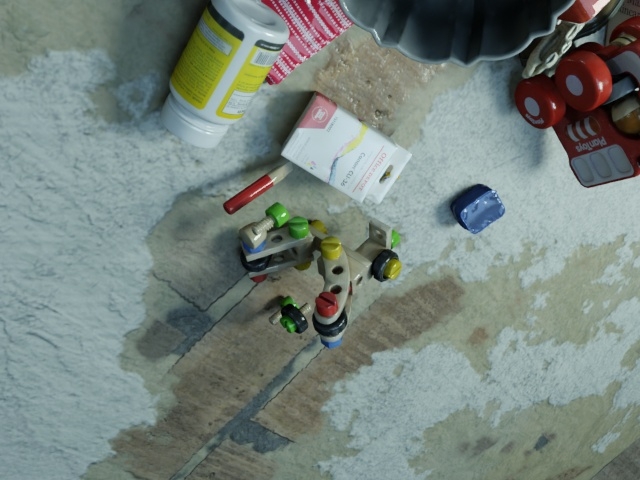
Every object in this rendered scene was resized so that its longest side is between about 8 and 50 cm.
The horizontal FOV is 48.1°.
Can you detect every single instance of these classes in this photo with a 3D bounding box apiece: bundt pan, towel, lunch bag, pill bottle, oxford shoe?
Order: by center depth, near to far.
[{"bbox_3d":[0.171,-0.389,0.912,0.331,0.124,0.330,12,147,8],"label":"bundt pan"},{"bbox_3d":[-0.144,-0.243,1.035,0.119,0.119,0.208,16,124,-33],"label":"pill bottle"},{"bbox_3d":[-0.015,-0.384,1.078,0.275,0.031,0.199,-37,128,1],"label":"towel"},{"bbox_3d":[0.441,-0.403,1.258,0.227,0.083,0.096,-37,125,-2],"label":"oxford shoe"},{"bbox_3d":[0.313,-0.067,1.424,0.098,0.065,0.067,-34,114,-1],"label":"lunch bag"}]

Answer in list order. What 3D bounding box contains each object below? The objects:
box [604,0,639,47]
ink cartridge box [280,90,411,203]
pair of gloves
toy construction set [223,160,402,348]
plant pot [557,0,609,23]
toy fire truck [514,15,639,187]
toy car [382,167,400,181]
[{"bbox_3d":[0.617,-0.420,1.289,0.127,0.148,0.232,-18,126,-14],"label":"box"},{"bbox_3d":[0.047,-0.144,1.193,0.198,0.067,0.115,30,105,-12],"label":"ink cartridge box"},{"bbox_3d":[0.404,-0.358,1.130,0.042,0.204,0.240,40,104,0],"label":"pair of gloves"},{"bbox_3d":[0.000,0.000,1.246,0.237,0.257,0.308,-38,121,-21],"label":"toy construction set"},{"bbox_3d":[0.348,-0.510,1.043,0.236,0.267,0.267,40,98,-25],"label":"plant pot"},{"bbox_3d":[0.507,-0.223,1.256,0.169,0.302,0.253,-32,95,-16],"label":"toy fire truck"},{"bbox_3d":[0.089,-0.124,1.285,0.041,0.060,0.122,-27,129,33],"label":"toy car"}]
